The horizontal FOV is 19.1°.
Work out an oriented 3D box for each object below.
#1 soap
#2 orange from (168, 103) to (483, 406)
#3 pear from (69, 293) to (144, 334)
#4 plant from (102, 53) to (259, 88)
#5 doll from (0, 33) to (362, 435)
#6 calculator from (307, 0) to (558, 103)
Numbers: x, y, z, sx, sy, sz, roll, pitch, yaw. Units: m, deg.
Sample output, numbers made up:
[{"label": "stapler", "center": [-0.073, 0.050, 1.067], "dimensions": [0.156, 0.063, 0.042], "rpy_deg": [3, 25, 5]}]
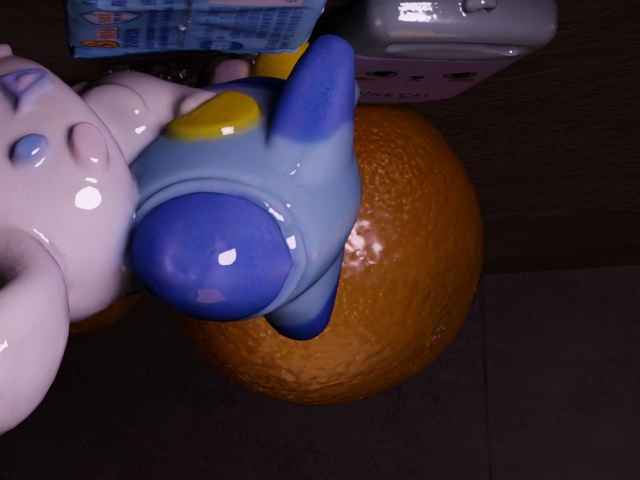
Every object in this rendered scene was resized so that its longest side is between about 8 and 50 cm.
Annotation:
[{"label": "soap", "center": [-0.063, -0.158, 0.988], "dimensions": [0.156, 0.077, 0.293], "rpy_deg": [-1, 173, -8]}, {"label": "orange", "center": [0.000, 0.000, 1.538], "dimensions": [0.274, 0.274, 0.274], "rpy_deg": [-2, 173, 0]}, {"label": "pear", "center": [-0.218, -0.022, 1.590], "dimensions": [0.200, 0.200, 0.200], "rpy_deg": [-2, 173, 0]}, {"label": "plant", "center": [-0.096, -0.107, 1.448], "dimensions": [0.174, 0.085, 0.087], "rpy_deg": [-11, -165, 22]}, {"label": "doll", "center": [-0.105, -0.043, 1.159], "dimensions": [0.365, 0.376, 0.187], "rpy_deg": [-5, 145, -23]}, {"label": "calculator", "center": [0.069, -0.139, 1.339], "dimensions": [0.141, 0.045, 0.246], "rpy_deg": [0, 172, -19]}]
